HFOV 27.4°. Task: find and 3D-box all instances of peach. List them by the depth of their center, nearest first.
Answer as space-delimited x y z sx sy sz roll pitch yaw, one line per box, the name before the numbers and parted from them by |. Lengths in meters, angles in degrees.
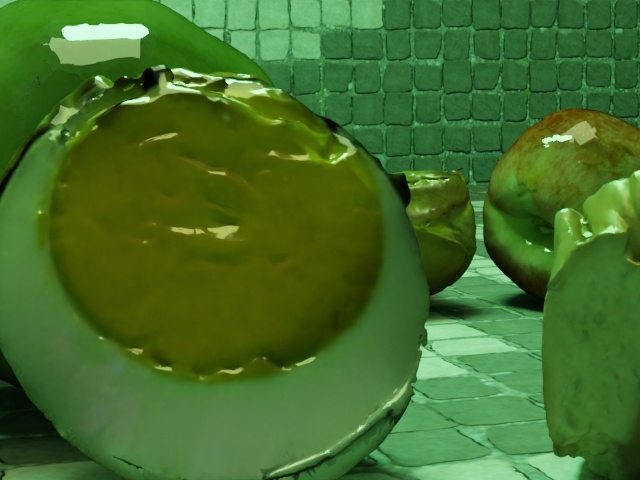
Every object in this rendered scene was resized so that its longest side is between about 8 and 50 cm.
peach | 0.321 -0.039 1.530 0.257 0.232 0.232 -20 17 -40

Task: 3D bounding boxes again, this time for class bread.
bread | 0.240 0.045 0.824 0.184 0.211 0.224 -6 9 22
bread | 0.002 0.005 1.465 0.344 0.148 0.195 -1 -15 -19

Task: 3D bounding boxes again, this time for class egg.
egg | -0.079 0.037 0.858 0.286 0.264 0.174 34 -19 0

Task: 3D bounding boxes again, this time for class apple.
apple | -0.181 -0.035 1.073 0.357 0.357 0.357 -1 6 0
